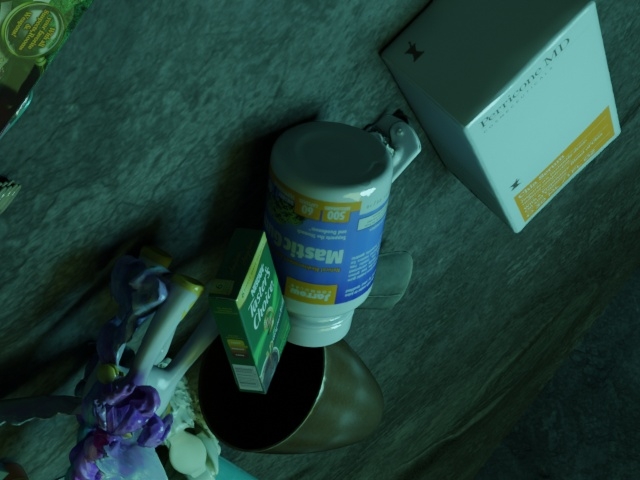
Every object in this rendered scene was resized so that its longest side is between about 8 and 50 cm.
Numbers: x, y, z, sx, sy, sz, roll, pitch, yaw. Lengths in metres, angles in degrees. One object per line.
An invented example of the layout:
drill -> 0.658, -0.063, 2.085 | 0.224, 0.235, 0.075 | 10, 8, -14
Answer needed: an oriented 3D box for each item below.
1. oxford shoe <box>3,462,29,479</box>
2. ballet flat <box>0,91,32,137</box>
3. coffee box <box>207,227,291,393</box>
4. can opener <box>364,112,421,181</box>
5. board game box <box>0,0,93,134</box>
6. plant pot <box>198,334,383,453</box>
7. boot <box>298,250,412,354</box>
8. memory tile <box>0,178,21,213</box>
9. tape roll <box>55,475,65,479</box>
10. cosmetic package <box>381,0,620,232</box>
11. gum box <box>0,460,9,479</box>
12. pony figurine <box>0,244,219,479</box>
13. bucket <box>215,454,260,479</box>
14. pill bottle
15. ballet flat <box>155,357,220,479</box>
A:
oxford shoe -> -0.483, 0.453, 1.782 | 0.348, 0.130, 0.123 | -49, 157, 12
ballet flat -> -0.341, -0.070, 1.212 | 0.079, 0.077, 0.221 | 24, 107, -46
coffee box -> -0.082, 0.086, 1.635 | 0.184, 0.040, 0.113 | 77, 26, -45
can opener -> 0.035, -0.052, 1.850 | 0.280, 0.074, 0.093 | -47, 158, 9
board game box -> -0.263, -0.191, 1.101 | 0.136, 0.030, 0.259 | 27, 110, -35
plant pot -> -0.016, 0.211, 1.925 | 0.215, 0.215, 0.230 | -49, 141, 12
boot -> 0.037, 0.093, 2.075 | 0.189, 0.076, 0.208 | -56, 157, 19
memory tile -> -0.326, -0.011, 1.295 | 0.113, 0.012, 0.148 | -53, -174, -1
tape roll -> -0.419, 0.492, 2.035 | 0.392, 0.072, 0.392 | -36, 155, -20
cosmetic package -> 0.263, -0.198, 1.870 | 0.230, 0.161, 0.453 | -44, 157, 1
gum box -> -0.490, 0.324, 1.664 | 0.184, 0.041, 0.157 | -43, 158, 0
pony figurine -> -0.240, 0.193, 1.624 | 0.363, 0.303, 0.351 | -63, 163, 6
bucket -> -0.167, 0.486, 2.183 | 0.281, 0.183, 0.281 | -53, -175, 7
pill bottle -> 0.000, 0.000, 1.721 | 0.152, 0.152, 0.272 | -26, 139, -36
ballet flat -> -0.212, 0.301, 1.975 | 0.147, 0.147, 0.409 | -39, 158, -12
